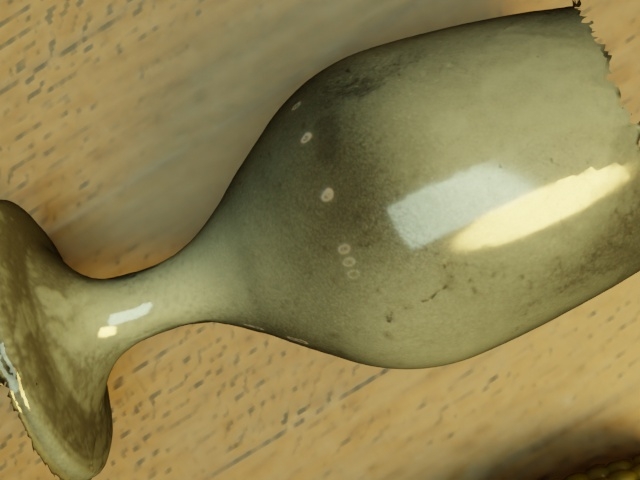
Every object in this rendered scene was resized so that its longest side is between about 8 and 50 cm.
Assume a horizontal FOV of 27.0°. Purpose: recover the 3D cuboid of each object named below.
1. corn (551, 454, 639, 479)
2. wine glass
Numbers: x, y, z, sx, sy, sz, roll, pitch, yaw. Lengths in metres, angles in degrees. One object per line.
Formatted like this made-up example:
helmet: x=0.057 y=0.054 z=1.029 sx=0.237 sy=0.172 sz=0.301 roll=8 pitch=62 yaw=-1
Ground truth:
corn: x=0.016 y=0.174 z=0.540 sx=0.320 sy=0.097 sz=0.097 roll=-24 pitch=96 yaw=0
wine glass: x=0.000 y=0.000 z=0.502 sx=0.241 sy=0.126 sz=0.126 roll=-18 pitch=96 yaw=5
